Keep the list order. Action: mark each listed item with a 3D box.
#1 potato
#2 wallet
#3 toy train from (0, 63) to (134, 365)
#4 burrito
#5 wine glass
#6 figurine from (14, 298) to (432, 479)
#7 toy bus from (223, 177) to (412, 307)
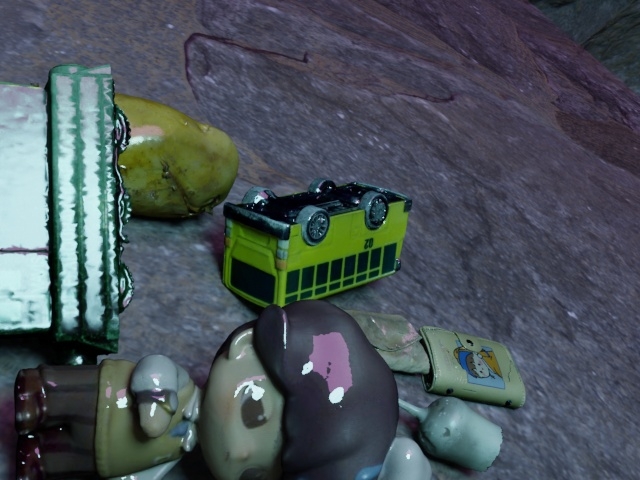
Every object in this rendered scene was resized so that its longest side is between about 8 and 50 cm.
[{"bbox_3d":[-0.253,-0.111,0.990,0.300,0.173,0.140,13,60,-24],"label":"potato"},{"bbox_3d":[0.214,0.179,1.098,0.155,0.039,0.110,15,40,-23],"label":"wallet"},{"bbox_3d":[-0.291,-0.028,0.793,0.178,0.138,0.330,0,81,-28],"label":"toy train"},{"bbox_3d":[0.044,0.131,1.012,0.226,0.060,0.087,9,51,-30],"label":"burrito"},{"bbox_3d":[0.128,0.218,0.956,0.195,0.079,0.079,29,36,-2],"label":"wine glass"},{"bbox_3d":[-0.091,0.168,0.727,0.364,0.218,0.206,-3,4,-29],"label":"figurine"},{"bbox_3d":[0.000,0.000,1.059,0.128,0.150,0.262,21,23,40],"label":"toy bus"}]
